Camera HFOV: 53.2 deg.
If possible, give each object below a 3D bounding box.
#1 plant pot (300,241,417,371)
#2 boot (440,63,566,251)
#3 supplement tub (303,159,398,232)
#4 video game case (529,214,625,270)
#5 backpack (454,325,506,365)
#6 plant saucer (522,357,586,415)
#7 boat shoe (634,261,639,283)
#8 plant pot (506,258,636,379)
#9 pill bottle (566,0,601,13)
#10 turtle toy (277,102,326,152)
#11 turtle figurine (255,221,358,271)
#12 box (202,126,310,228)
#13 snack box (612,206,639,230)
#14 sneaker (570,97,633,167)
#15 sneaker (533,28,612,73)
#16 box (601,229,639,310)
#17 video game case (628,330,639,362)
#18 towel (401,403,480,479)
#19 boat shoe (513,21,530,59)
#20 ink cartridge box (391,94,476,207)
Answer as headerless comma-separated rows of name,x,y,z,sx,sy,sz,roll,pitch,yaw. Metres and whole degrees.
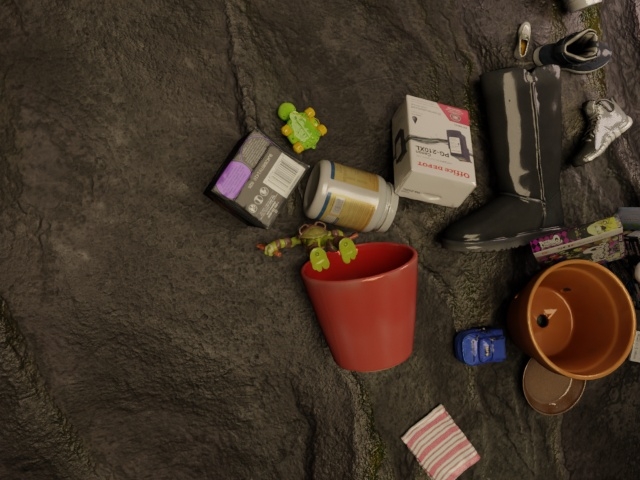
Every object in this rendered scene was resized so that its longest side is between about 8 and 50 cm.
plant pot,0.107,0.158,1.510,0.274,0.275,0.243,-14,107,-13
boot,0.454,-0.209,1.614,0.366,0.146,0.446,-8,99,-24
supplement tub,0.072,-0.101,1.527,0.199,0.144,0.145,15,90,-15
video game case,0.653,0.022,1.612,0.210,0.232,0.042,-18,64,20
backpack,0.415,0.274,1.663,0.120,0.101,0.098,-4,88,-10
plant saucer,0.636,0.379,1.757,0.198,0.036,0.199,-1,93,-15
boat shoe,0.905,0.097,1.607,0.228,0.076,0.080,15,88,-15
plant pot,0.616,0.204,1.637,0.290,0.203,0.291,2,80,-10
pill bottle,0.658,-0.709,1.654,0.117,0.117,0.215,-21,99,-12
turtle toy,-0.052,-0.273,1.526,0.095,0.066,0.130,-37,101,-9
turtle figurine,0.000,0.000,1.486,0.269,0.217,0.087,-4,104,-23
box,-0.150,-0.131,1.404,0.143,0.270,0.165,35,85,-14
snack box,0.915,0.000,1.734,0.207,0.174,0.070,44,81,-12
sneaker,0.728,-0.304,1.722,0.228,0.086,0.132,-39,97,-19
sneaker,0.696,-0.489,1.656,0.226,0.163,0.086,-7,94,-15
box,0.838,0.080,1.718,0.051,0.175,0.220,-23,98,-14
video game case,0.951,0.314,1.846,0.121,0.011,0.087,12,90,-15
towel,0.321,0.549,1.691,0.144,0.029,0.197,-38,101,-10
boat shoe,0.535,-0.527,1.676,0.035,0.035,0.100,16,90,-14
ink cartridge box,0.269,-0.214,1.539,0.171,0.100,0.237,11,57,-15
